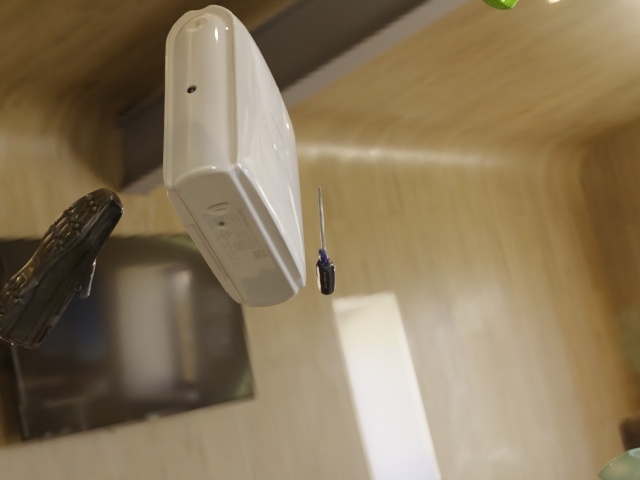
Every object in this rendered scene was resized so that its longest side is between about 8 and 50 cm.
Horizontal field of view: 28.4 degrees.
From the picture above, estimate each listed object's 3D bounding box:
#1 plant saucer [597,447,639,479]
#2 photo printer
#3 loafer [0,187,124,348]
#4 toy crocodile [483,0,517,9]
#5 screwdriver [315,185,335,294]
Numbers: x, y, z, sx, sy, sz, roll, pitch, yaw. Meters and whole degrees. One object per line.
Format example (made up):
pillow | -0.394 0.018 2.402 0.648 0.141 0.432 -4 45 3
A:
plant saucer | 0.510 0.335 1.877 0.194 0.038 0.195 1 3 0
photo printer | -0.101 -0.111 1.520 0.107 0.308 0.256 -15 -42 11
loafer | -0.303 0.035 1.504 0.078 0.076 0.223 34 -80 -36
toy crocodile | 0.340 -0.467 1.870 0.340 0.105 0.115 -41 10 44
screwdriver | 0.000 0.000 1.526 0.025 0.170 0.024 16 46 28
